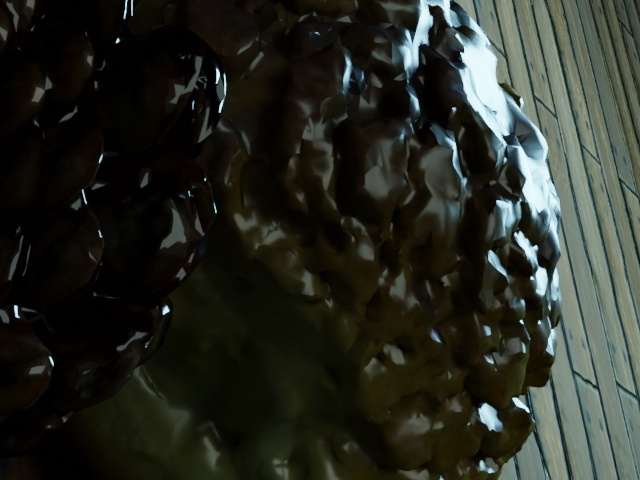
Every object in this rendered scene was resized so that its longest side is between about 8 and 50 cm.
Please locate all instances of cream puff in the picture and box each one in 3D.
[{"bbox_3d":[0.000,0.000,0.774,0.327,0.231,0.342,29,43,-65],"label":"cream puff"}]

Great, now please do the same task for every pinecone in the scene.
[{"bbox_3d":[-0.141,-0.021,0.557,0.221,0.221,0.221,46,33,-41],"label":"pinecone"}]
